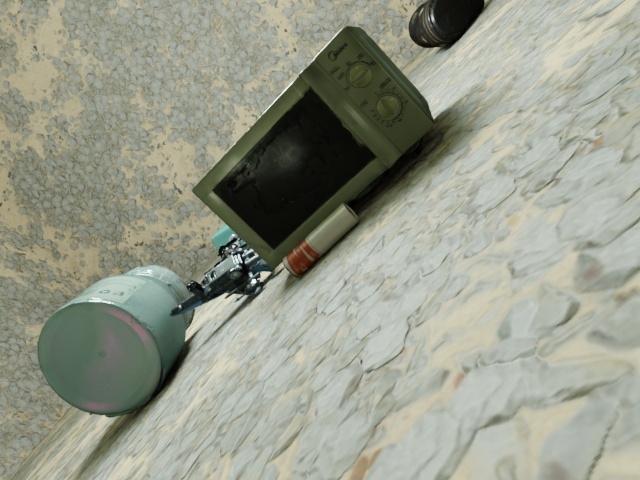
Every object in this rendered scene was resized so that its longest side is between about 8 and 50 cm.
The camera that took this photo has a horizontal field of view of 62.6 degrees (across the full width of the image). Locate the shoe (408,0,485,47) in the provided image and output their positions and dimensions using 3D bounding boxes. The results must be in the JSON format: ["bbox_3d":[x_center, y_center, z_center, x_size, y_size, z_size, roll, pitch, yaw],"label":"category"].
[{"bbox_3d":[0.412,-0.775,1.867,0.237,0.171,0.384,-23,22,49],"label":"shoe"}]

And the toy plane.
[{"bbox_3d":[-0.198,0.073,1.026,0.246,0.078,0.169,-29,49,-2],"label":"toy plane"}]

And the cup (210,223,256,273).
[{"bbox_3d":[-0.119,-0.043,1.207,0.235,0.148,0.134,-41,-16,17],"label":"cup"}]

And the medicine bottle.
[{"bbox_3d":[-0.399,0.188,1.109,0.245,0.245,0.290,-43,7,13],"label":"medicine bottle"}]

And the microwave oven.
[{"bbox_3d":[0.005,-0.159,0.910,0.355,0.218,0.286,-42,9,21],"label":"microwave oven"}]

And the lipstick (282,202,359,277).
[{"bbox_3d":[0.000,0.000,0.798,0.130,0.038,0.038,-43,10,13],"label":"lipstick"}]
